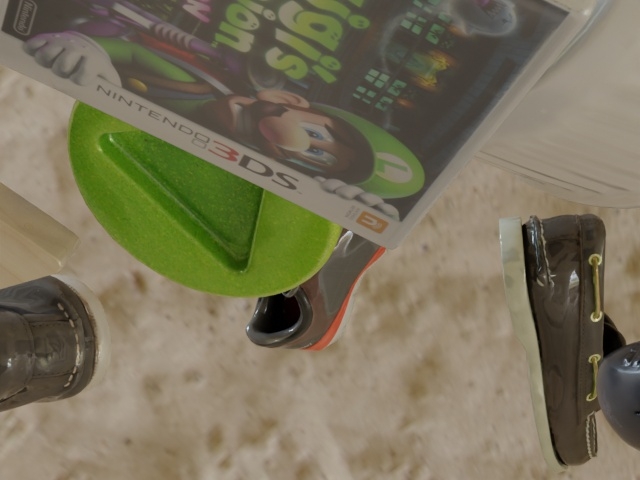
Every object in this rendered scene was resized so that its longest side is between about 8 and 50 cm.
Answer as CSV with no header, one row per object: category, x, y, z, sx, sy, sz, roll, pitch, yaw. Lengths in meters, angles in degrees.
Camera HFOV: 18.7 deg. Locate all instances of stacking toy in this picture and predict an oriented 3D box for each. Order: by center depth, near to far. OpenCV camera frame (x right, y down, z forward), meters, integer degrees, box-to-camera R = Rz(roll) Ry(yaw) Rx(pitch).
stacking toy,-0.108,-0.118,0.888,0.309,0.279,0.130,-4,35,30

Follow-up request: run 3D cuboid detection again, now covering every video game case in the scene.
video game case,-0.021,-0.073,0.642,0.173,0.190,0.022,25,63,-6

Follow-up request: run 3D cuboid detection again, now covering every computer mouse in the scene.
computer mouse,0.216,0.086,0.959,0.041,0.242,0.071,-18,98,-31

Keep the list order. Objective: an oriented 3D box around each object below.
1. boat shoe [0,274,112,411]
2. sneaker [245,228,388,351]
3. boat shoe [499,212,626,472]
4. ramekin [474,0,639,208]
boat shoe,-0.286,0.076,1.256,0.335,0.095,0.112,-10,89,35
sneaker,0.000,0.000,1.105,0.061,0.065,0.158,33,117,33
boat shoe,0.167,0.072,1.277,0.069,0.227,0.081,-9,45,9
ramekin,0.106,-0.150,0.822,0.273,0.127,0.272,-7,81,47
